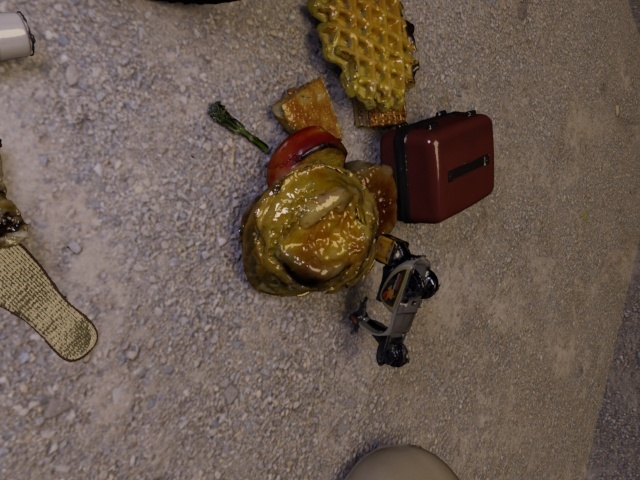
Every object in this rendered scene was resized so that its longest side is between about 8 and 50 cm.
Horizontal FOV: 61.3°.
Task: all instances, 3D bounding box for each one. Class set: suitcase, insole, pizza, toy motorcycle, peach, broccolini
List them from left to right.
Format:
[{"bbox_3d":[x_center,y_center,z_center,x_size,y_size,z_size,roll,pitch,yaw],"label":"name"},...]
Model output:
[{"bbox_3d":[-0.405,0.074,0.748,0.086,0.005,0.253,-53,124,-29],"label":"insole"},{"bbox_3d":[-0.147,-0.206,0.982,0.140,0.030,0.035,31,34,-44],"label":"broccolini"},{"bbox_3d":[-0.034,-0.147,1.024,0.172,0.092,0.127,-34,150,-1],"label":"peach"},{"bbox_3d":[-0.021,-0.257,1.081,0.175,0.046,0.134,28,73,-41],"label":"pizza"},{"bbox_3d":[0.147,0.133,1.125,0.091,0.157,0.263,3,108,-50],"label":"toy motorcycle"},{"bbox_3d":[0.282,-0.176,1.281,0.297,0.161,0.236,-26,117,-42],"label":"suitcase"}]

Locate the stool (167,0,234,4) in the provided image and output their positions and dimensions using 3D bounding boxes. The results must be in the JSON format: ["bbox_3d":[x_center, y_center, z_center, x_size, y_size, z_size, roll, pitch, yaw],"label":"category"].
[{"bbox_3d":[-0.196,-0.555,0.750,0.297,0.297,0.329,-1,87,-44],"label":"stool"}]

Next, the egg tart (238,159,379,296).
[{"bbox_3d":[0.000,0.000,0.992,0.297,0.132,0.297,-12,116,-25],"label":"egg tart"}]

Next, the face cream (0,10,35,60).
[{"bbox_3d":[-0.478,-0.234,0.643,0.244,0.058,0.092,-25,103,-35],"label":"face cream"}]

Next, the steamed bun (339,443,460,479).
[{"bbox_3d":[0.199,0.649,1.175,0.375,0.241,0.374,-5,97,-43],"label":"steamed bun"}]

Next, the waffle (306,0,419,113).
[{"bbox_3d":[0.111,-0.429,1.162,0.307,0.060,0.311,-35,103,-38],"label":"waffle"}]

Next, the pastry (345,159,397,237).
[{"bbox_3d":[0.083,-0.074,1.148,0.182,0.093,0.192,-8,103,-44],"label":"pastry"}]

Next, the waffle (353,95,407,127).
[{"bbox_3d":[0.137,-0.308,1.233,0.148,0.042,0.102,-15,99,-43],"label":"waffle"}]

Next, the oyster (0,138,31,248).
[{"bbox_3d":[-0.480,-0.070,0.626,0.223,0.083,0.214,-21,101,-34],"label":"oyster"}]
